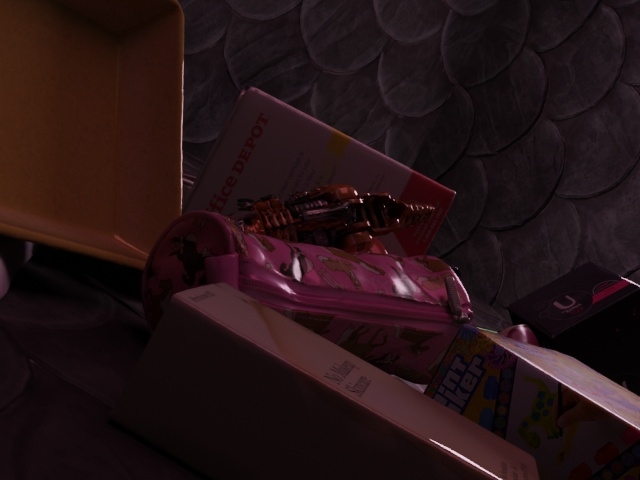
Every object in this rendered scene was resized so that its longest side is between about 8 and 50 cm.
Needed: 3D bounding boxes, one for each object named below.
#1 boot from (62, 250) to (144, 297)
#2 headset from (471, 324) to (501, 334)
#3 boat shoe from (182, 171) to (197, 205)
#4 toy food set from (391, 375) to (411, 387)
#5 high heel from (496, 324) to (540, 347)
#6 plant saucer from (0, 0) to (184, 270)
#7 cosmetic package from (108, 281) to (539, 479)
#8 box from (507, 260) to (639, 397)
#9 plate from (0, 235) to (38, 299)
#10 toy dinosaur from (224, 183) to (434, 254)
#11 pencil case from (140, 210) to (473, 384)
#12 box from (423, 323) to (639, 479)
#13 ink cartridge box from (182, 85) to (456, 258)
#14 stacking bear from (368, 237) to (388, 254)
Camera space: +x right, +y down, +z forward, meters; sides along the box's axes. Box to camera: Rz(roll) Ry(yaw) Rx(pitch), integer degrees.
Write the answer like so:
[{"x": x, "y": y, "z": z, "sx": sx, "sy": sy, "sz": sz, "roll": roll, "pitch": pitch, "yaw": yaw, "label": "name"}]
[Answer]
[{"x": -0.198, "y": 0.033, "z": 1.250, "sx": 0.247, "sy": 0.083, "sz": 0.161, "roll": 26, "pitch": 18, "yaw": -21, "label": "boot"}, {"x": 0.440, "y": 0.215, "z": 2.037, "sx": 0.394, "sy": 0.185, "sz": 0.243, "roll": 17, "pitch": 5, "yaw": 5, "label": "headset"}, {"x": -0.184, "y": -0.058, "z": 1.871, "sx": 0.335, "sy": 0.112, "sz": 0.095, "roll": 21, "pitch": 13, "yaw": -28, "label": "boat shoe"}, {"x": 0.021, "y": 0.171, "z": 1.183, "sx": 0.192, "sy": 0.038, "sz": 0.132, "roll": 15, "pitch": 4, "yaw": -18, "label": "toy food set"}, {"x": 0.250, "y": 0.220, "z": 1.392, "sx": 0.181, "sy": 0.127, "sz": 0.377, "roll": 57, "pitch": 25, "yaw": 17, "label": "high heel"}, {"x": -0.271, "y": -0.144, "z": 1.048, "sx": 0.081, "sy": 0.332, "sz": 0.333, "roll": -8, "pitch": -15, "yaw": 30, "label": "plant saucer"}, {"x": 0.011, "y": 0.157, "z": 0.821, "sx": 0.310, "sy": 0.113, "sz": 0.160, "roll": 30, "pitch": 6, "yaw": 6, "label": "cosmetic package"}, {"x": 0.426, "y": 0.196, "z": 1.603, "sx": 0.270, "sy": 0.165, "sz": 0.143, "roll": 66, "pitch": -11, "yaw": -22, "label": "box"}, {"x": -0.406, "y": -0.046, "z": 0.990, "sx": 0.278, "sy": 0.045, "sz": 0.277, "roll": 27, "pitch": 6, "yaw": -11, "label": "plate"}, {"x": 0.000, "y": 0.000, "z": 1.256, "sx": 0.322, "sy": 0.164, "sz": 0.218, "roll": 12, "pitch": -23, "yaw": -26, "label": "toy dinosaur"}, {"x": -0.003, "y": 0.070, "z": 1.109, "sx": 0.386, "sy": 0.167, "sz": 0.160, "roll": 11, "pitch": 37, "yaw": -42, "label": "pencil case"}, {"x": 0.266, "y": 0.236, "z": 1.005, "sx": 0.279, "sy": 0.177, "sz": 0.290, "roll": 32, "pitch": 7, "yaw": 36, "label": "box"}, {"x": -0.018, "y": -0.051, "z": 1.725, "sx": 0.385, "sy": 0.279, "sz": 0.160, "roll": 27, "pitch": 5, "yaw": -9, "label": "ink cartridge box"}, {"x": -0.040, "y": 0.041, "z": 1.478, "sx": 0.175, "sy": 0.164, "sz": 0.289, "roll": 32, "pitch": 11, "yaw": 38, "label": "stacking bear"}]
